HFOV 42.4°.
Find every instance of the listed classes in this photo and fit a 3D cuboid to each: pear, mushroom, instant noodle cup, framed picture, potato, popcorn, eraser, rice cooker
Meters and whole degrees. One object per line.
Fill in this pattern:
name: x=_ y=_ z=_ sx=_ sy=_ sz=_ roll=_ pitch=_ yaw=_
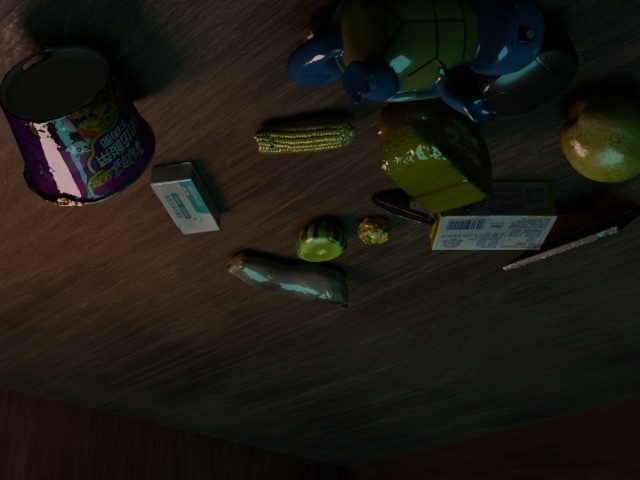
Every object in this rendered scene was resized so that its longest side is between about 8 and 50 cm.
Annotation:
pear: x=0.541 y=-0.198 z=1.567 sx=0.177 sy=0.178 sz=0.178 roll=-1 pitch=152 yaw=0
mushroom: x=-0.079 y=0.104 z=2.181 sx=0.351 sy=0.097 sz=0.109 roll=13 pitch=148 yaw=-18
instant noodle cup: x=-0.437 y=-0.213 z=1.456 sx=0.251 sy=0.251 sz=0.190 roll=-4 pitch=143 yaw=5
framed picture: x=0.597 y=-0.001 z=1.956 sx=0.289 sy=0.020 sz=0.211 roll=-24 pitch=180 yaw=37
potato: x=0.006 y=-0.356 z=1.384 sx=0.092 sy=0.045 sz=0.046 roll=-18 pitch=-172 yaw=31
popcorn: x=0.132 y=-0.021 z=1.993 sx=0.082 sy=0.057 sz=0.083 roll=-12 pitch=147 yaw=7
eraser: x=-0.299 y=-0.092 z=1.857 sx=0.095 sy=0.052 sz=0.225 roll=-7 pitch=151 yaw=8
rice cooker: x=0.342 y=-0.295 z=1.426 sx=0.203 sy=0.118 sz=0.142 roll=-25 pitch=144 yaw=36

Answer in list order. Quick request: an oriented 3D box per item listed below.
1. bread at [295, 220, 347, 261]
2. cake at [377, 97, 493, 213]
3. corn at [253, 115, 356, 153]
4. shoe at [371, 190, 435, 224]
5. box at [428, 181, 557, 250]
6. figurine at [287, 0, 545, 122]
bread: x=0.000 y=0.000 z=2.012 sx=0.129 sy=0.071 sz=0.139 roll=-1 pitch=153 yaw=8
cake: x=0.217 y=-0.178 z=1.581 sx=0.156 sy=0.179 sz=0.260 roll=-20 pitch=143 yaw=30
corn: x=-0.030 y=-0.206 z=1.635 sx=0.206 sy=0.067 sz=0.067 roll=-6 pitch=151 yaw=11
shoe: x=0.195 y=-0.081 z=1.878 sx=0.159 sy=0.053 sz=0.062 roll=23 pitch=170 yaw=25
box: x=0.388 y=-0.055 z=1.892 sx=0.265 sy=0.097 sz=0.168 roll=0 pitch=152 yaw=0
figurine: x=0.138 y=-0.305 z=1.269 sx=0.416 sy=0.298 sz=0.243 roll=-8 pitch=170 yaw=10
